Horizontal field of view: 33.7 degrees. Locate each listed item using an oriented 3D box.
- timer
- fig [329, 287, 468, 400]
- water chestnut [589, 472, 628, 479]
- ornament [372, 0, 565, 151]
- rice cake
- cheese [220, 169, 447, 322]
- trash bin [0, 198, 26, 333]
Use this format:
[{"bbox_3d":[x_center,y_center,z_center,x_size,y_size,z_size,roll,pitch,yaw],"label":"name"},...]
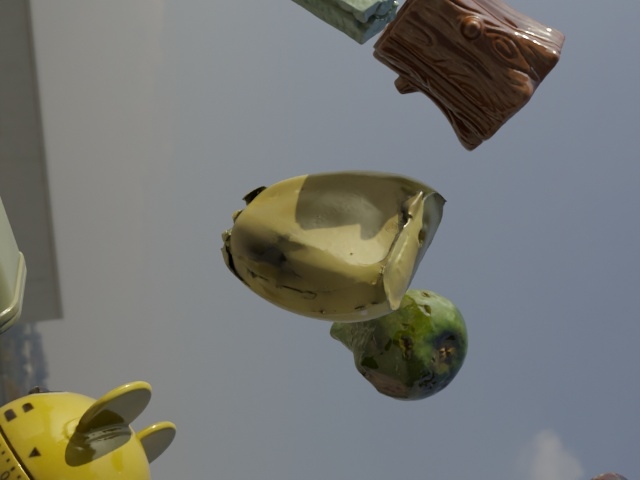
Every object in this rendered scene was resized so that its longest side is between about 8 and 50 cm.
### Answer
[{"bbox_3d":[-0.434,0.404,1.854,0.376,0.387,0.376,48,-14,15],"label":"timer"},{"bbox_3d":[0.120,0.169,1.899,0.275,0.206,0.206,16,-67,46],"label":"fig"},{"bbox_3d":[0.518,0.488,1.758,0.223,0.238,0.224,45,3,-3],"label":"water chestnut"},{"bbox_3d":[0.206,-0.278,1.554,0.221,0.217,0.235,-50,-174,30],"label":"ornament"},{"bbox_3d":[-0.059,-0.333,1.184,0.336,0.066,0.063,37,-28,17],"label":"rice cake"},{"bbox_3d":[0.000,0.000,1.500,0.259,0.315,0.128,-57,145,-43],"label":"cheese"},{"bbox_3d":[-0.492,-0.018,1.434,0.243,0.121,0.247,-113,-168,-62],"label":"trash bin"}]
